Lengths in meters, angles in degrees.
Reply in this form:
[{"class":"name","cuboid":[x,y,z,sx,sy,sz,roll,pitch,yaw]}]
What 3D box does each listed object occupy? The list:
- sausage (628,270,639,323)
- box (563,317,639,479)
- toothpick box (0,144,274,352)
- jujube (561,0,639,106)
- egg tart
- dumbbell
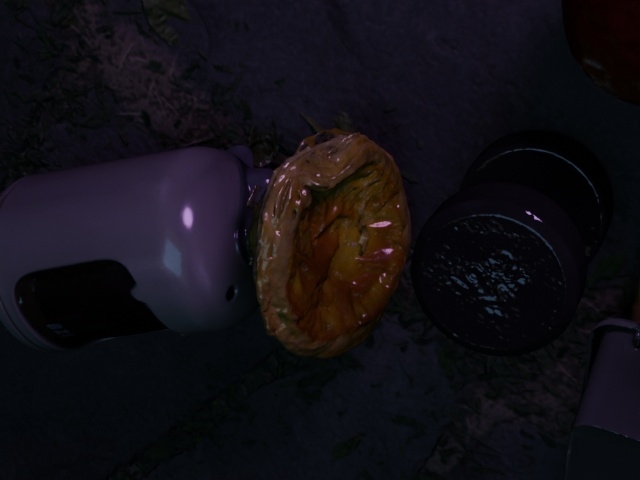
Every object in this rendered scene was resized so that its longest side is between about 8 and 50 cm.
[{"class":"sausage","cuboid":[0.341,-0.007,1.020,0.065,0.066,0.301,11,116,19]},{"class":"box","cuboid":[0.316,0.209,1.032,0.163,0.135,0.243,17,137,22]},{"class":"toothpick box","cuboid":[-0.188,-0.002,1.179,0.316,0.229,0.229,-9,107,24]},{"class":"jujube","cuboid":[0.325,-0.195,0.858,0.255,0.190,0.190,4,114,45]},{"class":"egg tart","cuboid":[0.000,0.000,1.080,0.106,0.241,0.241,13,117,39]},{"class":"dumbbell","cuboid":[0.184,-0.004,0.997,0.152,0.218,0.152,9,115,20]}]
